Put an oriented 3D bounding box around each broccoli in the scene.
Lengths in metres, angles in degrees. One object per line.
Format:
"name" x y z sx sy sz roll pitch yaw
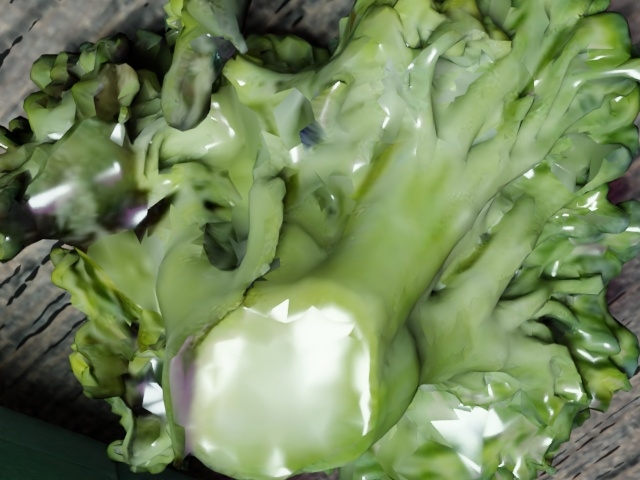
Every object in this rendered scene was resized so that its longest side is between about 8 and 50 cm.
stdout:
"broccoli" 0.003 -0.006 0.566 0.334 0.272 0.324 4 82 6

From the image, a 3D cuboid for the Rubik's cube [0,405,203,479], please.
"Rubik's cube" -0.235 0.263 0.609 0.322 0.316 0.318 24 88 -14
